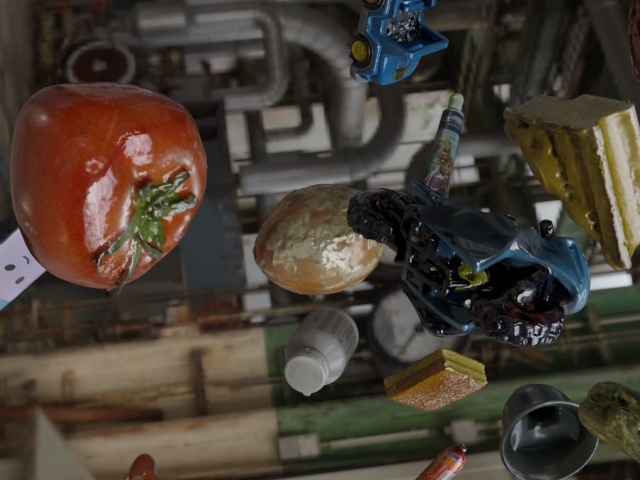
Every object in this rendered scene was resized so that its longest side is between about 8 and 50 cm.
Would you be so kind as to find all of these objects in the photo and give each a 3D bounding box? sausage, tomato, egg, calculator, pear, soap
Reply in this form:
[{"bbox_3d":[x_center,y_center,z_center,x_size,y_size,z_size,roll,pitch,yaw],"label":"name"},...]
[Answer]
[{"bbox_3d":[0.137,0.300,1.350,0.034,0.129,0.034,40,11,-9],"label":"sausage"},{"bbox_3d":[-0.349,-0.096,1.731,0.272,0.341,0.341,26,-44,28],"label":"tomato"},{"bbox_3d":[0.000,0.000,1.849,0.195,0.233,0.195,63,-7,14],"label":"egg"},{"bbox_3d":[-0.598,0.048,2.030,0.051,0.293,0.173,53,8,29],"label":"calculator"},{"bbox_3d":[0.303,0.106,2.305,0.131,0.107,0.107,98,-14,-50],"label":"pear"},{"bbox_3d":[0.556,-0.132,2.326,0.304,0.169,0.339,26,-41,61],"label":"soap"}]

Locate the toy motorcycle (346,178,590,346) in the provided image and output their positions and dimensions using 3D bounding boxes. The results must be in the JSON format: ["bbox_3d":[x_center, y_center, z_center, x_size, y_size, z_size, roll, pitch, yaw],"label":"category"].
[{"bbox_3d":[0.226,0.024,1.579,0.416,0.232,0.172,37,-49,44],"label":"toy motorcycle"}]

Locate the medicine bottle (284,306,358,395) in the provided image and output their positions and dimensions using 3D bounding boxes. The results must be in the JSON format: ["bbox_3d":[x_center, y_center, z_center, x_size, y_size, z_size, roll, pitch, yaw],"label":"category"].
[{"bbox_3d":[-0.004,0.243,2.367,0.215,0.135,0.135,-52,142,-62],"label":"medicine bottle"}]

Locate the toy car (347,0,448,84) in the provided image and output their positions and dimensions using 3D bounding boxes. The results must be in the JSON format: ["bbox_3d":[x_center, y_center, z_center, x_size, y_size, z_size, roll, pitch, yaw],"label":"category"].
[{"bbox_3d":[0.108,-0.283,1.398,0.100,0.097,0.191,36,-48,30],"label":"toy car"}]

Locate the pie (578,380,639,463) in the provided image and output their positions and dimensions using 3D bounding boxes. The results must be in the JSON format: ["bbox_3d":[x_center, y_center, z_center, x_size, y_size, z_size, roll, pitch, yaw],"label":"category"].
[{"bbox_3d":[0.465,0.268,1.459,0.090,0.248,0.201,-58,153,-9],"label":"pie"}]

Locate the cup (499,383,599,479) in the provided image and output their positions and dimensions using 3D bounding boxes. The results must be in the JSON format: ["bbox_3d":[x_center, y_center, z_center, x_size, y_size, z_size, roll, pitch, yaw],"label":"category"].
[{"bbox_3d":[0.434,0.357,2.153,0.150,0.199,0.199,-105,-170,-62],"label":"cup"}]

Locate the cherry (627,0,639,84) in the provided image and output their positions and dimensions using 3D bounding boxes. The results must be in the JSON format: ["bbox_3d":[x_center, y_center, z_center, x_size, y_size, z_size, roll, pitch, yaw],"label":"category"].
[{"bbox_3d":[0.448,-0.245,1.150,0.239,0.239,0.206,90,2,-50],"label":"cherry"}]

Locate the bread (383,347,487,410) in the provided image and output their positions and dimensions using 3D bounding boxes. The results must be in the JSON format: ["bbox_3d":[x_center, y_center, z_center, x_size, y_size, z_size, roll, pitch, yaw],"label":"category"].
[{"bbox_3d":[0.140,0.171,1.319,0.090,0.094,0.035,25,43,-42],"label":"bread"}]

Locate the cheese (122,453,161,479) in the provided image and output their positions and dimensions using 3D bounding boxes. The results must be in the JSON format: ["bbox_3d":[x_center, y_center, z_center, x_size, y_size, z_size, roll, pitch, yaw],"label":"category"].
[{"bbox_3d":[-0.171,0.343,1.343,0.256,0.037,0.106,19,-93,41],"label":"cheese"}]

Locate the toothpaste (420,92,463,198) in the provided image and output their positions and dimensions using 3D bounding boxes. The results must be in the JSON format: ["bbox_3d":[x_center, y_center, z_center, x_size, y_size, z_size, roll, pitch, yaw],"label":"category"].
[{"bbox_3d":[0.209,-0.151,1.831,0.037,0.062,0.216,-20,-130,61],"label":"toothpaste"}]
